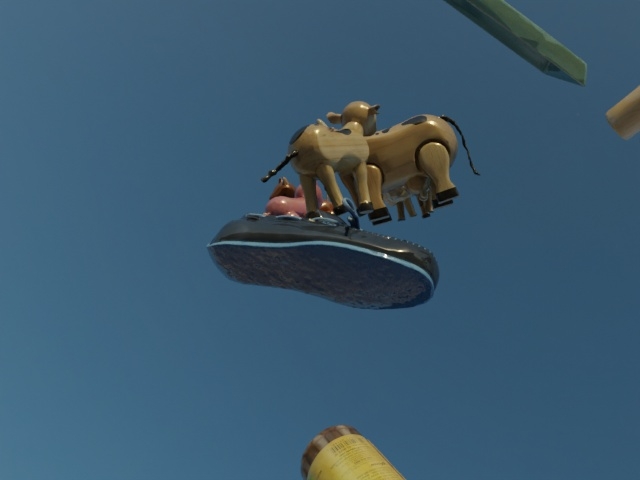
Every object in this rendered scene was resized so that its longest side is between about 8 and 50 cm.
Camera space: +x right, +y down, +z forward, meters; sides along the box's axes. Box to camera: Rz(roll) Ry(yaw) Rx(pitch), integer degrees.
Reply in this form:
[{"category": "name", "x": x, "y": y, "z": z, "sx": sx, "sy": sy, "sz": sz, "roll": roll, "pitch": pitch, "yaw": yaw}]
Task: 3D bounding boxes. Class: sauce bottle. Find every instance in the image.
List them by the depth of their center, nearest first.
[{"category": "sauce bottle", "x": 0.089, "y": 0.348, "z": 0.681, "sx": 0.344, "sy": 0.111, "sz": 0.111, "roll": -151, "pitch": -119, "yaw": -61}]

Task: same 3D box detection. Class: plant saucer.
[{"category": "plant saucer", "x": 0.119, "y": -0.176, "z": 0.436, "sx": 0.192, "sy": 0.067, "sz": 0.018, "roll": 26, "pitch": -72, "yaw": -19}]

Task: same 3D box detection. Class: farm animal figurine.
[{"category": "farm animal figurine", "x": 0.058, "y": -0.110, "z": 0.833, "sx": 0.327, "sy": 0.330, "sz": 0.172, "roll": -13, "pitch": -96, "yaw": -11}]

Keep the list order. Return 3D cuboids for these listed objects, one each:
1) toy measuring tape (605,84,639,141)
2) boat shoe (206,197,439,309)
[{"category": "toy measuring tape", "x": 0.327, "y": -0.089, "z": 0.490, "sx": 0.121, "sy": 0.330, "sz": 0.121, "roll": 13, "pitch": -69, "yaw": 35}, {"category": "boat shoe", "x": 0.000, "y": 0.000, "z": 0.606, "sx": 0.258, "sy": 0.089, "sz": 0.109, "roll": 12, "pitch": -43, "yaw": 23}]
